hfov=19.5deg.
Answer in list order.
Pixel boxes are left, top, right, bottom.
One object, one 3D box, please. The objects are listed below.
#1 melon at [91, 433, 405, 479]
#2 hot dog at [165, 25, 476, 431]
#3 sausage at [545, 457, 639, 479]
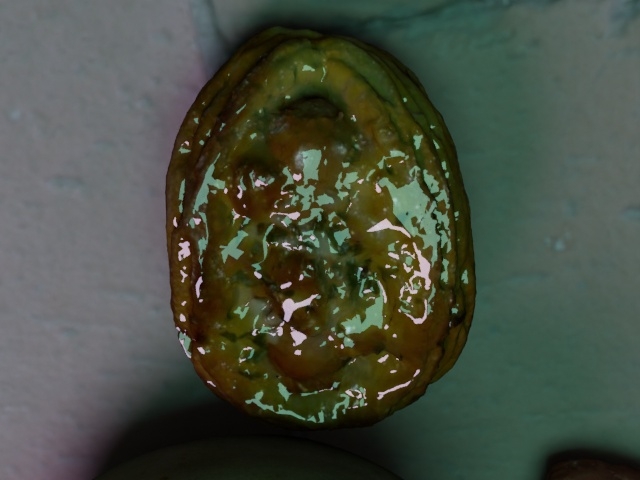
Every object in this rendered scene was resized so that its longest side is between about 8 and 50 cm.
[{"bbox_3d":[-0.041,0.258,1.242,0.330,0.268,0.268,-8,120,11],"label":"melon"},{"bbox_3d":[0.000,0.000,1.201,0.196,0.122,0.272,-3,120,-1],"label":"hot dog"},{"bbox_3d":[0.225,0.205,1.376,0.141,0.076,0.076,17,113,-16],"label":"sausage"}]
